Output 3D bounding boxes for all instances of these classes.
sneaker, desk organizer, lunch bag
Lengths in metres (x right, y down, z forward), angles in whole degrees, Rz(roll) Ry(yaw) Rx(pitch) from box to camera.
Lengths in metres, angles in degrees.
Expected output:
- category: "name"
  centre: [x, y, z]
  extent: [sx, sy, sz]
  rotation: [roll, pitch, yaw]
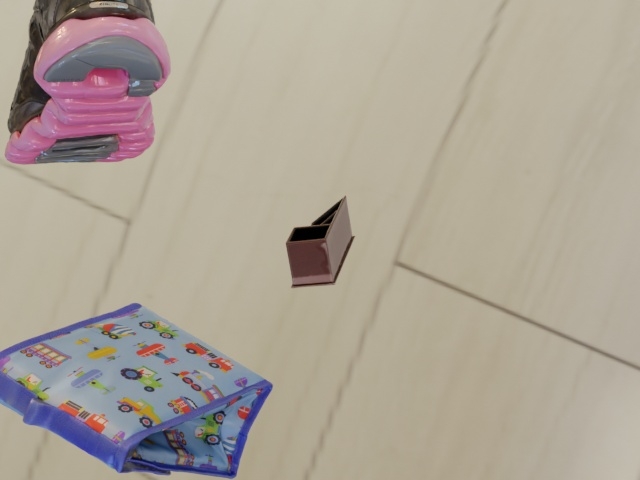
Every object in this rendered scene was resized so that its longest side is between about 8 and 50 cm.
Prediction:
- category: "sneaker"
  centre: [-0.074, -0.060, 0.556]
  extent: [0.119, 0.047, 0.057]
  rotation: [136, 127, -65]
- category: "desk organizer"
  centre: [0.000, 0.000, 1.875]
  extent: [0.047, 0.130, 0.050]
  rotation: [-5, 111, 13]
- category: "lunch bag"
  centre: [-0.235, 0.181, 2.073]
  extent: [0.221, 0.293, 0.138]
  rotation: [28, 104, 27]
